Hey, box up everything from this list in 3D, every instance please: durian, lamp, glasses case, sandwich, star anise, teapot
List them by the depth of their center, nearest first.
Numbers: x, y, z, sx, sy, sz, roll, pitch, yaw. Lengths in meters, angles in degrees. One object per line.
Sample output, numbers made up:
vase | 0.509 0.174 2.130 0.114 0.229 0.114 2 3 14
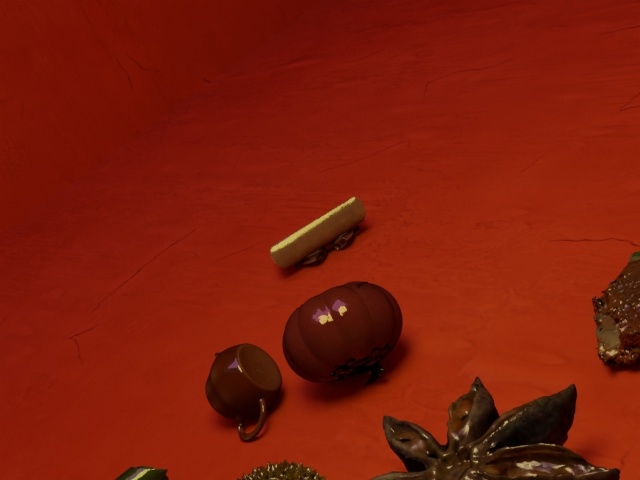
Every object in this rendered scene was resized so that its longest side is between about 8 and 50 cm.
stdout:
star anise | 0.163 0.275 1.065 0.332 0.117 0.331 -19 33 13
durian | -0.084 0.336 1.214 0.208 0.102 0.146 -31 30 1
sandwich | 0.417 0.077 1.241 0.159 0.079 0.235 -17 27 21
lamp | 0.035 0.140 1.423 0.182 0.140 0.182 -22 -21 -9
teapot | -0.123 0.223 1.481 0.116 0.116 0.173 -25 51 4
glasses case | 0.000 0.000 1.849 0.194 0.070 0.102 -32 -3 -6

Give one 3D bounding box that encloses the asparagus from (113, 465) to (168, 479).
asparagus | -0.332 0.403 1.375 0.278 0.060 0.067 -39 17 -26
